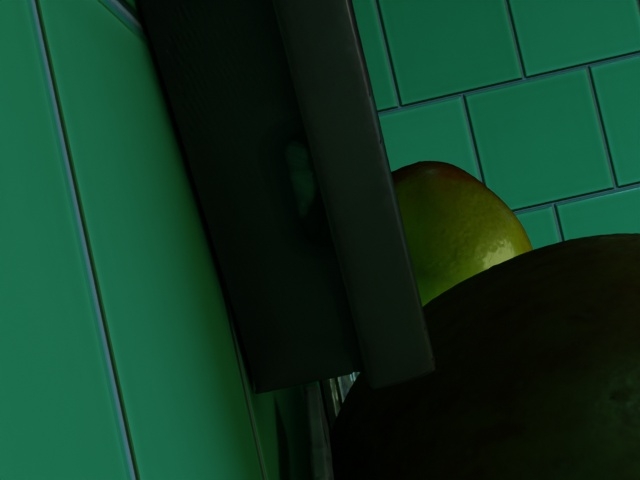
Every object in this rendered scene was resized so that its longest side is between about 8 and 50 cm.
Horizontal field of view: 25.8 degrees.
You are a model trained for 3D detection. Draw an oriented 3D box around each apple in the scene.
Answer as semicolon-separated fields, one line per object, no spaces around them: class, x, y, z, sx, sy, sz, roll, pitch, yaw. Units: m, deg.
apple;0.176;0.192;0.847;0.400;0.334;0.400;-16;90;-70

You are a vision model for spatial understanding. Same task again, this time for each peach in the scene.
peach;0.115;0.034;1.444;0.231;0.231;0.231;-13;90;-86

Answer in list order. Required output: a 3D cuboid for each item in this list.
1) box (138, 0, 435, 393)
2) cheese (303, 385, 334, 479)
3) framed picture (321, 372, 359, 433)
box;-0.016;-0.067;0.681;0.215;0.086;0.215;-97;173;-62
cheese;0.003;0.138;0.652;0.192;0.037;0.097;-99;176;-55
framed picture;0.027;0.152;1.129;0.274;0.017;0.217;69;10;-69
